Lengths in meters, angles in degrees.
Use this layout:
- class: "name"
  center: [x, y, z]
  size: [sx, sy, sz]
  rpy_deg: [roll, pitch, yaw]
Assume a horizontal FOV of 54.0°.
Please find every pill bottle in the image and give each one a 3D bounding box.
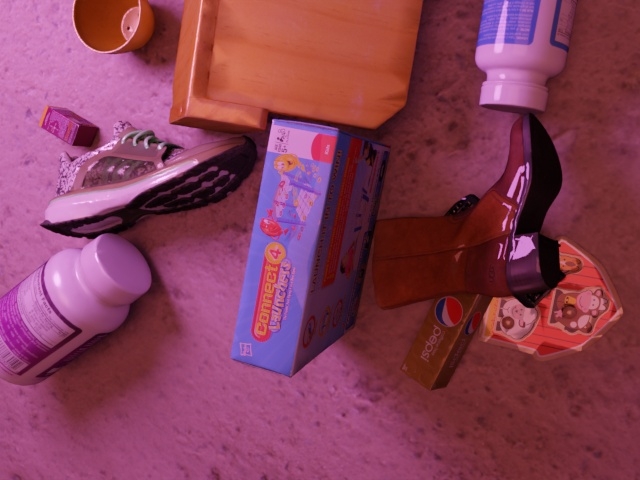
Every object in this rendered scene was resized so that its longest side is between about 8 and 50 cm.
- class: "pill bottle"
  center: [0.282, -0.293, 0.869]
  size: [0.124, 0.124, 0.221]
  rpy_deg: [11, 97, 17]
- class: "pill bottle"
  center: [-0.452, 0.118, 1.120]
  size: [0.301, 0.169, 0.169]
  rpy_deg: [-34, 84, 17]

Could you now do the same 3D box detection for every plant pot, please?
- class: "plant pot"
  center: [-0.340, -0.380, 1.081]
  size: [0.134, 0.095, 0.134]
  rpy_deg: [1, 94, 18]

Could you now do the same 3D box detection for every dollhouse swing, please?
- class: "dollhouse swing"
  center: [-0.048, -0.334, 0.982]
  size: [0.305, 0.315, 0.347]
  rpy_deg: [7, 95, -20]

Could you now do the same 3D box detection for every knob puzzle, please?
- class: "knob puzzle"
  center: [0.343, 0.088, 0.929]
  size: [0.213, 0.030, 0.213]
  rpy_deg: [1, 94, 18]

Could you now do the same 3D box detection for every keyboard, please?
- class: "keyboard"
  center: [0.268, 0.002, 0.923]
  size: [0.192, 0.038, 0.100]
  rpy_deg: [45, 103, 21]

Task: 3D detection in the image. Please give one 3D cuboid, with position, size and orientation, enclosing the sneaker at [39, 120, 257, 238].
- class: "sneaker"
  center: [-0.308, -0.136, 1.074]
  size: [0.410, 0.158, 0.182]
  rpy_deg: [-15, 78, 15]

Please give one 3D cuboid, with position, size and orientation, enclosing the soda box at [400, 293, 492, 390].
- class: "soda box"
  center: [0.195, 0.136, 0.958]
  size: [0.061, 0.058, 0.181]
  rpy_deg: [32, 105, 35]

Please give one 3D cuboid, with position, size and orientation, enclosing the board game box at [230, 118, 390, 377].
- class: "board game box"
  center: [0.000, 0.000, 0.891]
  size: [0.086, 0.302, 0.308]
  rpy_deg: [13, 98, 17]

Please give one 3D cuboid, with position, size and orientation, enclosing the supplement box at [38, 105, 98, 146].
- class: "supplement box"
  center: [-0.464, -0.210, 1.157]
  size: [0.083, 0.055, 0.043]
  rpy_deg: [30, 104, 14]

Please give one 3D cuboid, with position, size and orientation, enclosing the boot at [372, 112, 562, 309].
- class: "boot"
  center: [0.204, -0.036, 0.922]
  size: [0.280, 0.096, 0.264]
  rpy_deg: [-11, 73, 44]
